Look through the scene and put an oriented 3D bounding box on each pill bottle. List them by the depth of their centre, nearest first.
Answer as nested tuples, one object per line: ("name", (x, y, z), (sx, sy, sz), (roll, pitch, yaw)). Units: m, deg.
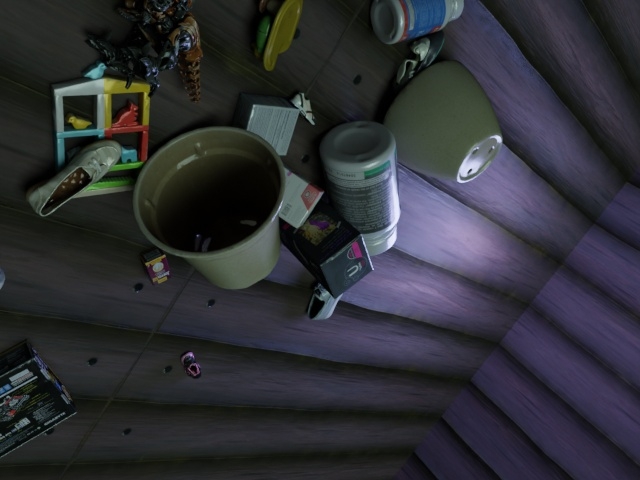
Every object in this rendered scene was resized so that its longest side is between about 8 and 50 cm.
("pill bottle", (0.245, -0.573, 1.530), (0.221, 0.124, 0.124), (-23, 135, -24))
("pill bottle", (0.120, -0.136, 1.730), (0.204, 0.204, 0.361), (-30, 138, -18))

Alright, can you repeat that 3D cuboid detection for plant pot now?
("plant pot", (-0.224, -0.041, 1.444), (0.334, 0.334, 0.305), (-35, 153, -13))

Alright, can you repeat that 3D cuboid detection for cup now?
("cup", (0.369, -0.301, 1.735), (0.331, 0.237, 0.331), (-31, 151, -19))

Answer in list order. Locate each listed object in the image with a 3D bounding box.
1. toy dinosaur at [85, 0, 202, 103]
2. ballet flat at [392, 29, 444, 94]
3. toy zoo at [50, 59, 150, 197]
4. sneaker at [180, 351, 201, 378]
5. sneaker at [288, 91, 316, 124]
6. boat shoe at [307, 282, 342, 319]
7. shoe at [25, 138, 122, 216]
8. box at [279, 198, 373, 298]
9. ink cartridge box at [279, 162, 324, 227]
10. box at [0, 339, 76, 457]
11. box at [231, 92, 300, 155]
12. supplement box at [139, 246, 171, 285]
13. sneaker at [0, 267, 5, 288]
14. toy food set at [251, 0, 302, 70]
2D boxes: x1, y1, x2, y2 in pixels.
("toy dinosaur", (-0.303, -0.400, 1.190), (0.218, 0.164, 0.322), (-50, 123, -24))
("ballet flat", (0.259, -0.486, 1.662), (0.074, 0.074, 0.203), (14, 115, -47))
("toy zoo", (-0.455, -0.229, 1.283), (0.192, 0.030, 0.293), (-12, 130, -34))
("sneaker", (-0.383, 0.390, 1.854), (0.047, 0.057, 0.119), (-34, 140, -17))
("sneaker", (-0.036, -0.333, 1.556), (0.044, 0.040, 0.109), (-52, 144, -4))
("boat shoe", (0.016, 0.173, 2.000), (0.081, 0.079, 0.227), (-11, 133, -40))
("shoe", (-0.497, -0.127, 1.262), (0.219, 0.058, 0.076), (-38, 141, -9))
("box", (0.000, 0.000, 1.688), (0.143, 0.270, 0.165), (-36, 140, -11))
("ink cartridge box", (-0.105, -0.135, 1.592), (0.115, 0.198, 0.067), (-56, 176, 12))
("box", (-0.801, 0.418, 1.497), (0.322, 0.079, 0.257), (-30, 136, -18))
("box", (-0.137, -0.279, 1.487), (0.137, 0.072, 0.126), (-3, 124, -39))
("supplement box", (-0.417, 0.065, 1.557), (0.055, 0.043, 0.083), (-28, 138, -22))
("sneaker", (-0.816, 0.091, 1.179), (0.366, 0.135, 0.150), (7, 126, -35))
("toy food set", (-0.101, -0.488, 1.351), (0.128, 0.071, 0.218), (-47, 164, -58))
